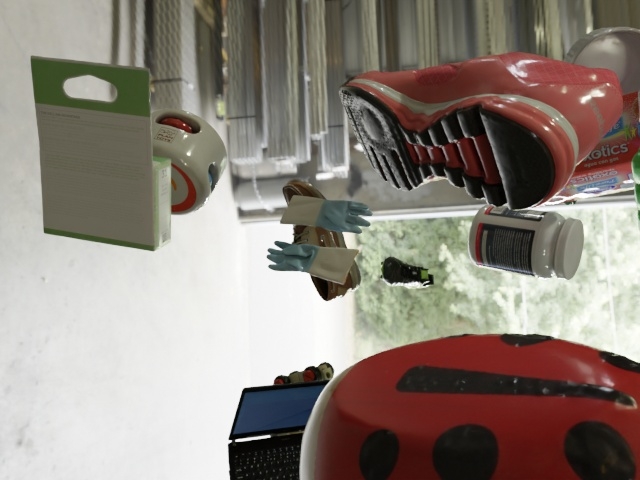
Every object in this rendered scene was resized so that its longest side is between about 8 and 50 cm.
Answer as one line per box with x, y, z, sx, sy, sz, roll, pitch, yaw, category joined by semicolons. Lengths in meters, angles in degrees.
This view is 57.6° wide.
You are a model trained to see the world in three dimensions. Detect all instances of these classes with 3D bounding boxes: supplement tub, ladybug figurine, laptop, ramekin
0.574;0.005;1.638;0.191;0.272;0.191;-16;111;-48;supplement tub
0.153;0.195;0.542;0.305;0.449;0.162;-41;112;-46;ladybug figurine
-0.044;0.402;1.088;0.136;0.234;0.265;146;-59;-62;laptop
0.673;-0.400;1.373;0.109;0.207;0.207;-84;168;-62;ramekin

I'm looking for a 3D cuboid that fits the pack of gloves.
0.000;0.000;1.264;0.046;0.232;0.195;49;58;-47;pack of gloves

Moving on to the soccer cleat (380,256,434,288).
0.178;0.067;1.186;0.179;0.072;0.060;19;70;-58;soccer cleat

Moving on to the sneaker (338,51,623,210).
0.137;-0.118;0.557;0.314;0.136;0.116;31;-29;55;sneaker

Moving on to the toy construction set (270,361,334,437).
-0.018;0.422;1.441;0.151;0.327;0.215;11;60;-66;toy construction set

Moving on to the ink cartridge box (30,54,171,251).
-0.283;-0.112;0.761;0.056;0.171;0.235;-50;147;-69;ink cartridge box

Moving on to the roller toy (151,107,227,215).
-0.296;-0.151;1.157;0.209;0.191;0.146;49;40;-31;roller toy

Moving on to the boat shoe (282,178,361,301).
-0.012;0.004;1.436;0.123;0.116;0.325;-15;-75;57;boat shoe

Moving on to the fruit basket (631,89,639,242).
0.571;-0.049;0.679;0.165;0.352;0.327;-57;135;-25;fruit basket

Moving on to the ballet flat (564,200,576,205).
0.628;-0.167;1.447;0.247;0.087;0.083;83;27;-64;ballet flat

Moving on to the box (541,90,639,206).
0.569;-0.182;1.169;0.154;0.299;0.142;26;59;-51;box
